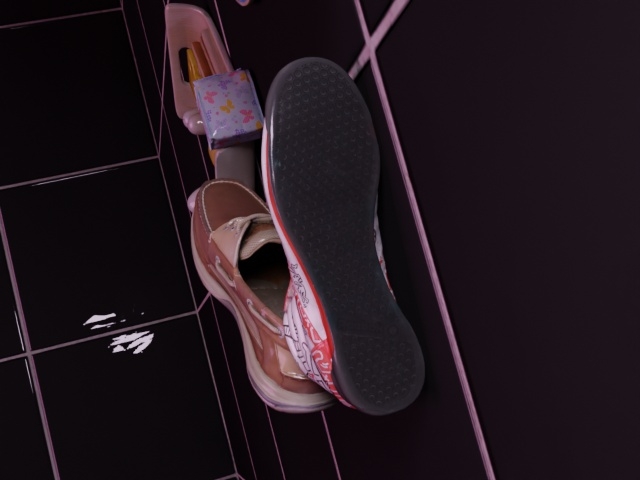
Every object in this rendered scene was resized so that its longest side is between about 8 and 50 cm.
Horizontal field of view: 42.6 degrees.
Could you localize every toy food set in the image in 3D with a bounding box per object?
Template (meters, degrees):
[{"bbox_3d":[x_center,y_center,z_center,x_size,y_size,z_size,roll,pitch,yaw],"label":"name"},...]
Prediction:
[{"bbox_3d":[-0.164,-0.154,1.144,0.220,0.092,0.306,95,157,-52],"label":"toy food set"}]

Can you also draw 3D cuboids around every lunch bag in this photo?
[{"bbox_3d":[-0.107,-0.156,0.964,0.053,0.071,0.083,122,131,-76],"label":"lunch bag"}]

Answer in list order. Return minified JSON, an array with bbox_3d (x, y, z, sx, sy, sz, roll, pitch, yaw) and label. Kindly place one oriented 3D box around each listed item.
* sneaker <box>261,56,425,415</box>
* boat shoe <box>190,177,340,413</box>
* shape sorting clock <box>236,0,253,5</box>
[{"bbox_3d":[-0.001,0.001,0.656,0.145,0.090,0.270,173,82,-73],"label":"sneaker"},{"bbox_3d":[-0.051,0.025,0.852,0.324,0.123,0.116,55,148,41],"label":"boat shoe"},{"bbox_3d":[-0.102,-0.343,0.835,0.206,0.040,0.206,167,90,-76],"label":"shape sorting clock"}]
